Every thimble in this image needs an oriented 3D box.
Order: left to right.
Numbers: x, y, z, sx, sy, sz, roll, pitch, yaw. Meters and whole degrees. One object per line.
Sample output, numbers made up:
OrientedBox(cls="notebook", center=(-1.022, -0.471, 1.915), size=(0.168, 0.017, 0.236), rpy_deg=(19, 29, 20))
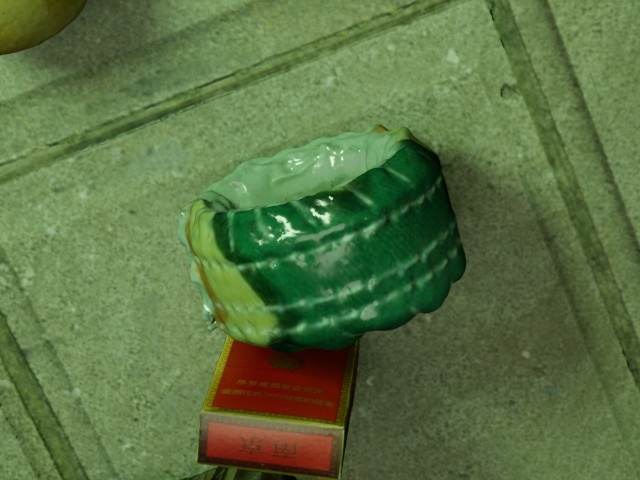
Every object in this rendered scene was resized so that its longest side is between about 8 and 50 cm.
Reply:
OrientedBox(cls="thimble", center=(0.000, 0.000, 1.717), size=(0.288, 0.254, 0.167), rpy_deg=(-14, 108, 17))

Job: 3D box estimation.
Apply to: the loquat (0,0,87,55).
OrientedBox(cls="loquat", center=(-0.328, -0.287, 1.666), size=(0.213, 0.213, 0.213), rpy_deg=(2, 111, 4))

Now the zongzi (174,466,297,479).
OrientedBox(cls="zongzi", center=(-0.115, 0.383, 1.955), size=(0.288, 0.134, 0.286), rpy_deg=(-14, 119, 28))

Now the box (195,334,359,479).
OrientedBox(cls="box", center=(-0.041, 0.168, 1.791), size=(0.153, 0.240, 0.074), rpy_deg=(3, 111, 4))
